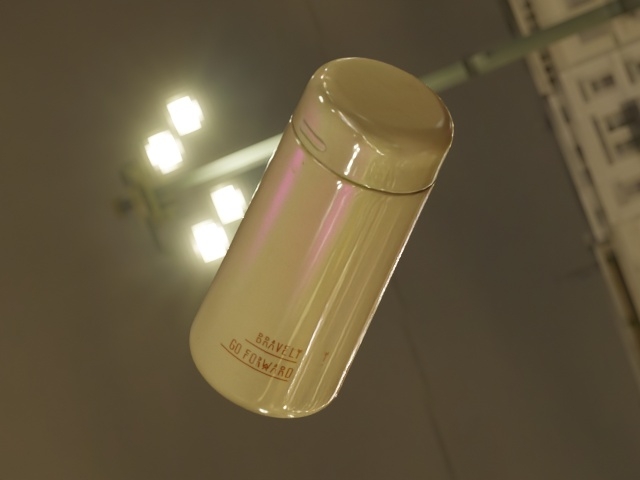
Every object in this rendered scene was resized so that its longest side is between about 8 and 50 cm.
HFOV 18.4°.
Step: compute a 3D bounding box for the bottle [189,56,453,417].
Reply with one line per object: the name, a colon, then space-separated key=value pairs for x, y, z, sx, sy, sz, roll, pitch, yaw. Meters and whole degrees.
bottle: x=0.000 y=0.000 z=0.525 sx=0.045 sy=0.096 sz=0.045 roll=17 pitch=-146 yaw=-12
